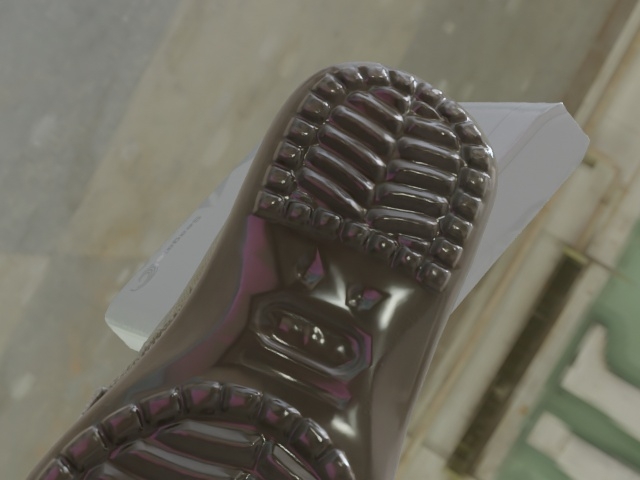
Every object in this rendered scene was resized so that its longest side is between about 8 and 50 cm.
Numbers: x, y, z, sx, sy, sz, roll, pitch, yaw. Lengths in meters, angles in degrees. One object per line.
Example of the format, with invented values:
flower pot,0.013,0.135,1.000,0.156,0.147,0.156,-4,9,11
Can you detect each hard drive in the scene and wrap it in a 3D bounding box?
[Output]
hard drive,0.000,0.000,0.962,0.203,0.040,0.307,-48,-158,-15

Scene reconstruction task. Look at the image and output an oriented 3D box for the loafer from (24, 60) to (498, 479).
loafer,-0.024,0.068,0.509,0.268,0.102,0.092,-58,175,-27
